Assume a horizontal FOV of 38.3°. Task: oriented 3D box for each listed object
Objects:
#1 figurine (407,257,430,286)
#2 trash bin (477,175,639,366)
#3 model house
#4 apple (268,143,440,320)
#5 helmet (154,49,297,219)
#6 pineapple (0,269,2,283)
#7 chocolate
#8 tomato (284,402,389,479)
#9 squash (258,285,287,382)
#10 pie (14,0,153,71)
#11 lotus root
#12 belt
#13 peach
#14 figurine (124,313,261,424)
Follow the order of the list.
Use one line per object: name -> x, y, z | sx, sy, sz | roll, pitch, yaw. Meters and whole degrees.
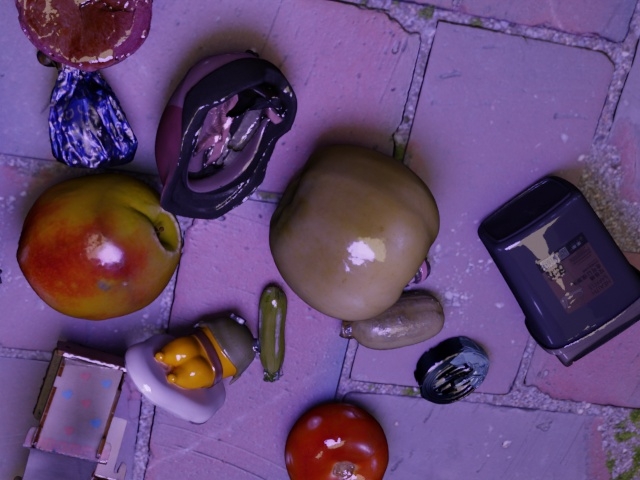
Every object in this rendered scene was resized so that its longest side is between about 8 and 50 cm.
figurine -> 0.125, 0.054, 1.559 | 0.129, 0.072, 0.054 | -26, 159, 8
trash bin -> 0.412, 0.057, 1.544 | 0.209, 0.182, 0.290 | -34, 109, 6
model house -> -0.383, 0.290, 1.490 | 0.169, 0.244, 0.326 | 15, 143, -14
apple -> 0.051, -0.014, 1.405 | 0.262, 0.262, 0.262 | -4, 114, -9
helmet -> -0.156, -0.170, 1.357 | 0.253, 0.154, 0.198 | -45, 152, 20
pineapple -> -0.537, 0.044, 1.291 | 0.202, 0.362, 0.202 | -1, 73, 2
chocolate -> -0.348, -0.274, 1.300 | 0.148, 0.126, 0.343 | 9, 114, 30
tomato -> 0.028, 0.376, 1.631 | 0.195, 0.136, 0.195 | -4, 111, -9
squash -> -0.082, 0.158, 1.565 | 0.052, 0.052, 0.183 | -3, 115, -9
pie -> -0.312, -0.314, 1.221 | 0.182, 0.049, 0.182 | -1, 99, -9
lotus root -> 0.121, 0.139, 1.571 | 0.183, 0.090, 0.077 | -8, 142, -4
belt -> 0.235, 0.235, 1.650 | 0.140, 0.058, 0.105 | -35, 118, 5
peach -> -0.327, 0.009, 1.367 | 0.231, 0.231, 0.231 | -4, 114, -9
figurine -> -0.184, 0.187, 1.467 | 0.141, 0.250, 0.167 | -36, 75, 13
